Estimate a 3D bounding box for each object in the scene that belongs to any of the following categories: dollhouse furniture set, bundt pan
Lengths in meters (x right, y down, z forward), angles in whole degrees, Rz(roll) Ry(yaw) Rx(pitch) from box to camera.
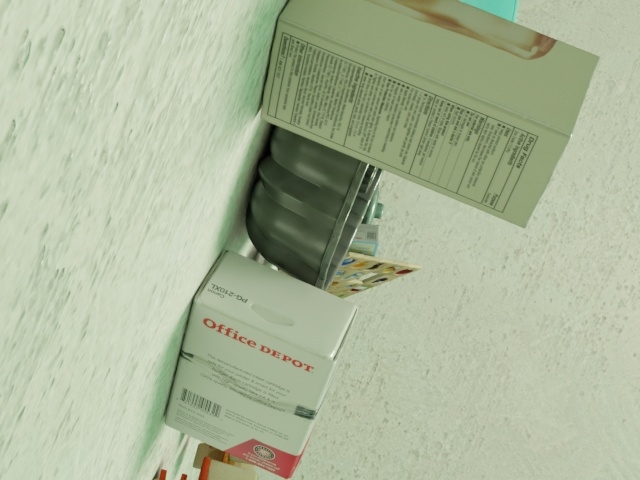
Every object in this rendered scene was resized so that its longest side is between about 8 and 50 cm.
[{"bbox_3d":[-0.142,0.259,1.728,0.262,0.135,0.259,108,-4,-50],"label":"dollhouse furniture set"},{"bbox_3d":[0.010,-0.103,1.464,0.331,0.124,0.330,24,90,-86],"label":"bundt pan"}]

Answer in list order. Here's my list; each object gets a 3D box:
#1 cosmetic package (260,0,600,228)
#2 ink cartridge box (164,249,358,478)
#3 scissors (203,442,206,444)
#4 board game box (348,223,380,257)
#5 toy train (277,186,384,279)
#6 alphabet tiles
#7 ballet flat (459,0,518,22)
[{"bbox_3d":[0.105,-0.152,1.221,0.153,0.296,0.129,108,8,-52],"label":"cosmetic package"},{"bbox_3d":[-0.072,0.148,1.439,0.100,0.172,0.237,-62,173,-46],"label":"ink cartridge box"},{"bbox_3d":[-0.172,0.304,2.009,0.297,0.021,0.109,101,15,-76],"label":"scissors"},{"bbox_3d":[0.000,0.000,1.669,0.103,0.154,0.026,99,-4,-73],"label":"board game box"},{"bbox_3d":[0.022,-0.059,1.814,0.334,0.142,0.190,106,-1,-58],"label":"toy train"},{"bbox_3d":[0.002,0.058,1.726,0.237,0.198,0.009,11,62,-55],"label":"alphabet tiles"},{"bbox_3d":[0.137,-0.335,1.344,0.147,0.147,0.409,-66,162,-15],"label":"ballet flat"}]
